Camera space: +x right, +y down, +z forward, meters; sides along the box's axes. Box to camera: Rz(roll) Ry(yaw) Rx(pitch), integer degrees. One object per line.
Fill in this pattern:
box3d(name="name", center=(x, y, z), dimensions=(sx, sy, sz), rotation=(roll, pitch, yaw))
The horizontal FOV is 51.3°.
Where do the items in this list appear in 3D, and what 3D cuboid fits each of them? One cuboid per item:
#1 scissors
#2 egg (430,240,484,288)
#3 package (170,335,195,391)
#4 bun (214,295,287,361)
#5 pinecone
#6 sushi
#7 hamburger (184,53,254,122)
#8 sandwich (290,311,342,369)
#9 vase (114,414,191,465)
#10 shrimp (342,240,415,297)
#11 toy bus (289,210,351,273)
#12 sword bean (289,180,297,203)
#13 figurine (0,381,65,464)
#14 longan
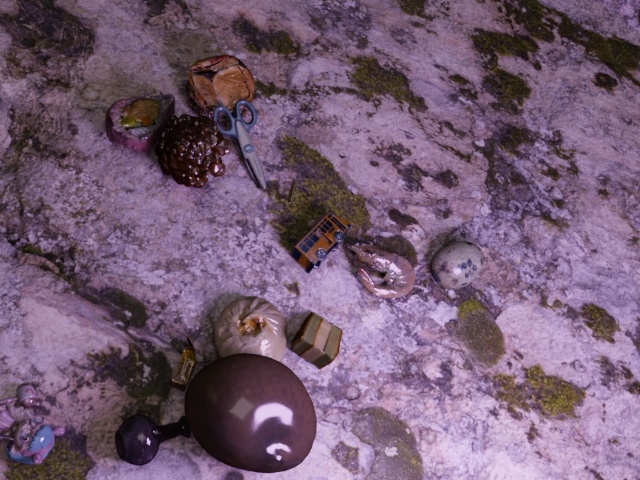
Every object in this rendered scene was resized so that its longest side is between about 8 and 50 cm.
box3d(name="scissors", center=(-0.226, -0.288, 2.043), dimensions=(0.138, 0.041, 0.289), rotation=(-22, 92, -22))
box3d(name="egg", center=(0.424, 0.073, 2.049), dimensions=(0.181, 0.141, 0.141), rotation=(-29, 76, -24))
box3d(name="package", center=(-0.350, 0.324, 1.744), dimensions=(0.047, 0.071, 0.131), rotation=(18, 60, -1))
box3d(name="bun", center=(-0.184, 0.250, 1.796), dimensions=(0.222, 0.127, 0.223), rotation=(6, 67, -14))
box3d(name="pinecone", center=(-0.372, -0.260, 1.938), dimensions=(0.202, 0.201, 0.229), rotation=(-40, 78, -24))
box3d(name="sushi", center=(-0.545, -0.367, 1.991), dimensions=(0.161, 0.107, 0.241), rotation=(23, 53, -6))
box3d(name="hamburger", center=(-0.317, -0.477, 2.111), dimensions=(0.230, 0.107, 0.231), rotation=(8, 66, -18))
box3d(name="sandwich", center=(0.005, 0.256, 1.820), dimensions=(0.117, 0.187, 0.144), rotation=(31, 67, -1))
box3d(name="vase", center=(-0.407, 0.480, 1.641), dimensions=(0.182, 0.120, 0.120), rotation=(-6, 66, -38))
box3d(name="shrimp", center=(0.167, 0.094, 2.013), dimensions=(0.254, 0.059, 0.145), rotation=(19, 75, -14))
box3d(name="toy bus", center=(0.000, 0.000, 1.988), dimensions=(0.103, 0.091, 0.182), rotation=(42, 63, 5))
box3d(name="sword bean", center=(-0.086, -0.150, 2.078), dimensions=(0.012, 0.012, 0.083), rotation=(16, 64, -9))
box3d(name="figurine", center=(-0.740, 0.427, 1.579), dimensions=(0.260, 0.103, 0.205), rotation=(26, 25, -2))
box3d(name="longan", center=(-0.164, 0.423, 1.638), dimensions=(0.350, 0.288, 0.289), rotation=(29, 60, -19))
